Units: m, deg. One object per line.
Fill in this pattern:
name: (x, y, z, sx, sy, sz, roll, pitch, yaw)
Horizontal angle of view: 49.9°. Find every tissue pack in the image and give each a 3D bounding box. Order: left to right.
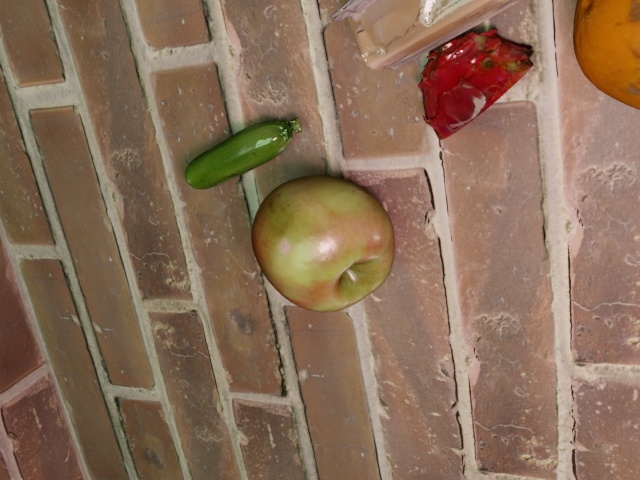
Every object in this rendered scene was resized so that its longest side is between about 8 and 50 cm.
tissue pack: (0.183, -0.482, 1.287, 0.305, 0.238, 0.239, -22, 101, 32)

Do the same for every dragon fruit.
dragon fruit: (0.295, -0.314, 1.379, 0.163, 0.189, 0.261, 35, 125, -28)

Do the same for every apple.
apple: (0.000, 0.000, 1.573, 0.277, 0.319, 0.319, 47, 130, 37)

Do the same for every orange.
orange: (0.565, -0.363, 1.114, 0.312, 0.312, 0.312, 11, 117, 23)

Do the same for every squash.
squash: (-0.200, -0.213, 1.698, 0.378, 0.101, 0.101, -19, 102, 31)
